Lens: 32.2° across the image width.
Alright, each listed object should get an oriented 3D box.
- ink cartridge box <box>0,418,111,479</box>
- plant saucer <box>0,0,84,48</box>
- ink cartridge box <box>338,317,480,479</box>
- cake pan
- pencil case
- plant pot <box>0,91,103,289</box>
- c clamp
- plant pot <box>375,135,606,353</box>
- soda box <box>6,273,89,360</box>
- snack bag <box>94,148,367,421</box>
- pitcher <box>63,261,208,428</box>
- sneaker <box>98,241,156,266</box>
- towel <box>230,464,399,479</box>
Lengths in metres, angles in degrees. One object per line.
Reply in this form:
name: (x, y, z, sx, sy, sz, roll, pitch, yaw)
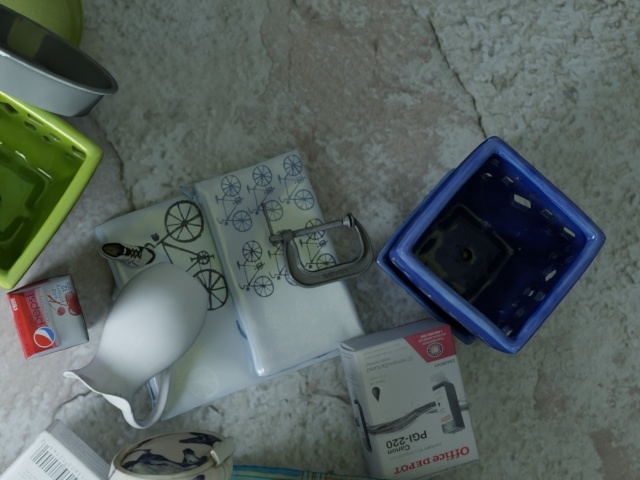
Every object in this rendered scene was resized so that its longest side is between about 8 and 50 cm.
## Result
ink cartridge box: (-0.354, 0.442, 1.549, 0.296, 0.066, 0.261, 44, 96, -5)
plant saucer: (-0.467, -0.320, 1.621, 0.240, 0.037, 0.241, 1, 84, -13)
ink cartridge box: (0.132, 0.243, 1.656, 0.158, 0.092, 0.218, -15, 97, -14)
cake pan: (-0.411, -0.253, 1.478, 0.293, 0.293, 0.054, 30, 102, -8)
pencil case: (-0.182, 0.450, 1.435, 0.183, 0.160, 0.411, 1, 97, 16)
plant pot: (-0.449, -0.076, 1.511, 0.227, 0.207, 0.228, 34, 77, -8)
c clamp: (0.000, 0.000, 1.667, 0.160, 0.022, 0.137, -8, 84, -16)
plant pot: (0.237, 0.016, 1.657, 0.236, 0.212, 0.236, 42, 76, -6)
soda box: (-0.361, 0.097, 1.480, 0.083, 0.263, 0.092, -17, 92, -13)
snack bag: (-0.135, 0.062, 1.656, 0.342, 0.037, 0.323, -19, 89, -14)
pitcher: (-0.238, 0.150, 1.561, 0.207, 0.125, 0.178, -56, 141, -19)
sneaker: (-0.279, 0.020, 1.601, 0.083, 0.037, 0.032, 7, 83, -8)
towel: (0.012, 0.468, 1.577, 0.370, 0.040, 0.272, 3, 81, 9)
